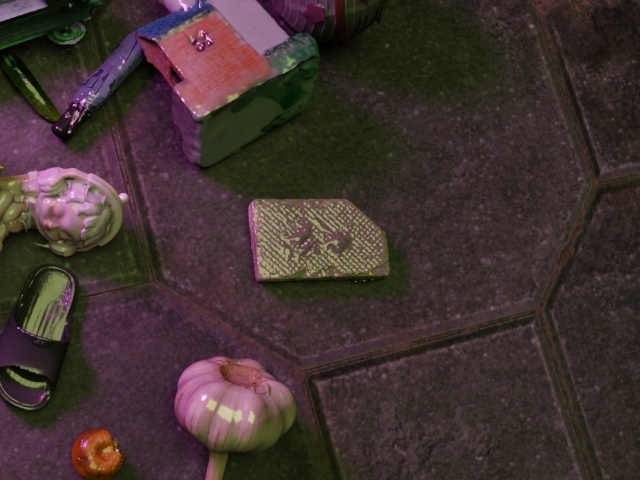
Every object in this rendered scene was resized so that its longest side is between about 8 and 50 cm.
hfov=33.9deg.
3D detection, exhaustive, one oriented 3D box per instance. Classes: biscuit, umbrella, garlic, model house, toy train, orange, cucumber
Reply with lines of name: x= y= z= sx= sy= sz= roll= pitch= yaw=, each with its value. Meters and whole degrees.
biscuit: x=0.000 y=0.000 z=1.877 sx=0.252 sy=0.052 sz=0.150 roll=1 pitch=75 yaw=-18
umbrella: x=-0.379 y=-0.273 z=1.823 sx=0.053 sy=0.052 sz=0.250 roll=40 pitch=67 yaw=-6
garlic: x=-0.149 y=0.313 z=1.714 sx=0.199 sy=0.199 sz=0.225 roll=9 pitch=106 yaw=-16
model house: x=-0.198 y=-0.340 z=1.855 sx=0.267 sy=0.194 sz=0.325 roll=-33 pitch=74 yaw=-20
toy train: x=-0.526 y=-0.397 z=1.757 sx=0.307 sy=0.126 sz=0.189 roll=-25 pitch=66 yaw=-22
orange: x=-0.355 y=0.344 z=1.666 sx=0.086 sy=0.062 sz=0.086 roll=14 pitch=58 yaw=-24
cucumber: x=-0.501 y=-0.267 z=1.790 sx=0.039 sy=0.039 sz=0.168 roll=-38 pitch=92 yaw=-23

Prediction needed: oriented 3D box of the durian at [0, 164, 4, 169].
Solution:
durian: x=-0.645 y=-0.167 z=1.600 sx=0.204 sy=0.340 sz=0.255 roll=-46 pitch=133 yaw=-18

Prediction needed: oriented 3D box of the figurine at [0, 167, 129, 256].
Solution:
figurine: x=-0.428 y=-0.044 z=1.697 sx=0.237 sy=0.162 sz=0.141 roll=0 pitch=39 yaw=-14

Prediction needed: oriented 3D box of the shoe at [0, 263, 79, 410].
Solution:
shoe: x=-0.450 y=0.146 z=1.670 sx=0.108 sy=0.093 sz=0.241 roll=18 pitch=70 yaw=-15

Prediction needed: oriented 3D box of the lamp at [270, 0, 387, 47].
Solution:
lamp: x=0.022 y=-0.477 z=1.889 sx=0.233 sy=0.265 sz=0.233 roll=-1 pitch=55 yaw=2
